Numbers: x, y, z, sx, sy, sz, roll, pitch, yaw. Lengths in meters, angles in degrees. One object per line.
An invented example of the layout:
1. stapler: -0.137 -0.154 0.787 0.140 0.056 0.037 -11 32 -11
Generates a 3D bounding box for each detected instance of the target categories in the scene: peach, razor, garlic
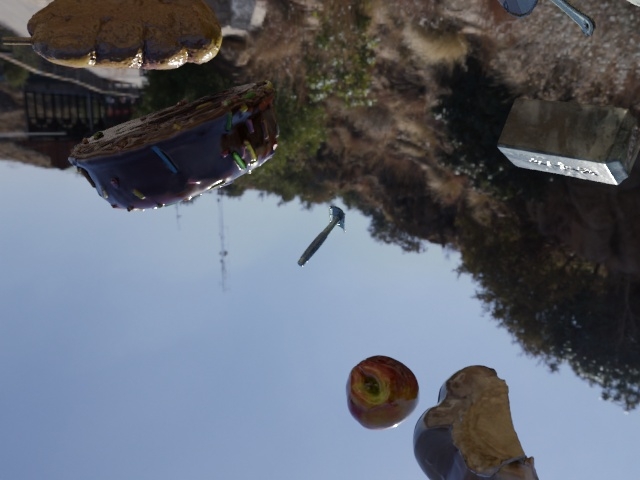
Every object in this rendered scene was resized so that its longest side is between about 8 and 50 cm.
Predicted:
1. peach: 0.156 0.378 1.350 0.197 0.197 0.197 0 -168 0
2. razor: 0.000 0.000 1.067 0.040 0.068 0.135 30 -115 19
3. garlic: 0.269 0.334 0.869 0.210 0.292 0.237 -39 -129 -19

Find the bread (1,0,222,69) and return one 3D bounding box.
1. bread: -0.333 -0.334 0.883 0.343 0.124 0.084 -5 170 -5

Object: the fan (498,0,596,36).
1. fan: 0.239 -0.308 0.627 0.008 0.227 0.152 -30 150 -2

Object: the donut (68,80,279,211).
1. donut: -0.150 -0.106 0.605 0.235 0.089 0.235 -17 -159 7

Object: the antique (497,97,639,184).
1. antique: 0.378 -0.151 0.819 0.183 0.086 0.088 22 179 45

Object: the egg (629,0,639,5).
1. egg: 0.565 -0.553 0.856 0.201 0.337 0.337 -27 -170 6
